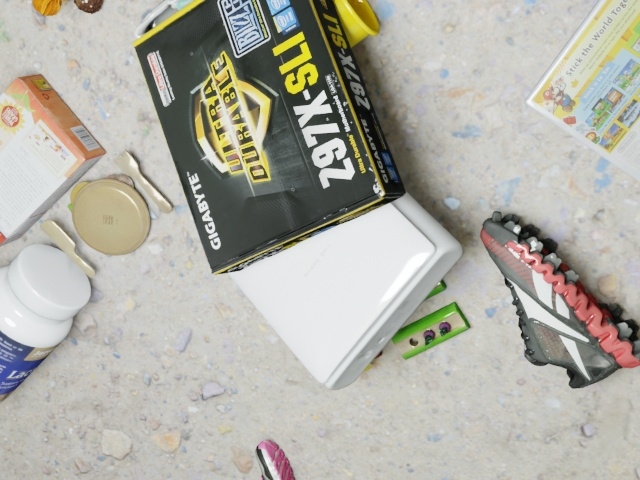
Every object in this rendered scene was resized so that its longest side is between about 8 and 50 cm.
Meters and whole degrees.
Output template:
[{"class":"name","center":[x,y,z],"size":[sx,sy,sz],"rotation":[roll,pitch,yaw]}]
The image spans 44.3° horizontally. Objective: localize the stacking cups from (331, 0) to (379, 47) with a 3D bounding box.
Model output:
[{"class":"stacking cups","center":[-0.069,-0.219,1.050],"size":[0.316,0.096,0.096],"rotation":[-34,96,25]}]

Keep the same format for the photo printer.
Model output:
[{"class":"photo printer","center":[0.000,0.000,1.036],"size":[0.307,0.107,0.256],"rotation":[48,111,26]}]

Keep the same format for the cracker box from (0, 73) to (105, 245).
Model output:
[{"class":"cracker box","center":[-0.462,-0.118,1.197],"size":[0.232,0.067,0.156],"rotation":[-38,93,21]}]

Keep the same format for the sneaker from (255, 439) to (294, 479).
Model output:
[{"class":"sneaker","center":[-0.079,0.401,1.255],"size":[0.074,0.063,0.170],"rotation":[-17,107,13]}]

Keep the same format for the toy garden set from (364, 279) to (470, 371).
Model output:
[{"class":"toy garden set","center":[0.063,0.073,1.120],"size":[0.203,0.049,0.244],"rotation":[-30,97,22]}]

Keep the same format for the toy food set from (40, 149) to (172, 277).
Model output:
[{"class":"toy food set","center":[-0.321,-0.041,1.204],"size":[0.192,0.038,0.132],"rotation":[-36,102,17]}]

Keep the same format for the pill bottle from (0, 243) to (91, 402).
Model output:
[{"class":"pill bottle","center":[-0.489,0.133,1.237],"size":[0.153,0.153,0.264],"rotation":[47,113,-2]}]

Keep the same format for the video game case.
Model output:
[{"class":"video game case","center":[0.401,-0.204,0.953],"size":[0.206,0.026,0.227],"rotation":[35,114,3]}]

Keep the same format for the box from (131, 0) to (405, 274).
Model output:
[{"class":"box","center":[-0.071,-0.152,0.960],"size":[0.257,0.079,0.322],"rotation":[-23,83,26]}]

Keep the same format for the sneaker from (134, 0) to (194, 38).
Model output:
[{"class":"sneaker","center":[-0.154,-0.316,1.034],"size":[0.212,0.094,0.080],"rotation":[-30,96,21]}]

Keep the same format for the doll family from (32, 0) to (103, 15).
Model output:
[{"class":"doll family","center":[-0.392,-0.402,1.060],"size":[0.263,0.118,0.163],"rotation":[33,113,3]}]

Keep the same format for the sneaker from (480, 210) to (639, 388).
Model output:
[{"class":"sneaker","center":[0.294,0.087,1.034],"size":[0.276,0.097,0.135],"rotation":[45,110,-3]}]
